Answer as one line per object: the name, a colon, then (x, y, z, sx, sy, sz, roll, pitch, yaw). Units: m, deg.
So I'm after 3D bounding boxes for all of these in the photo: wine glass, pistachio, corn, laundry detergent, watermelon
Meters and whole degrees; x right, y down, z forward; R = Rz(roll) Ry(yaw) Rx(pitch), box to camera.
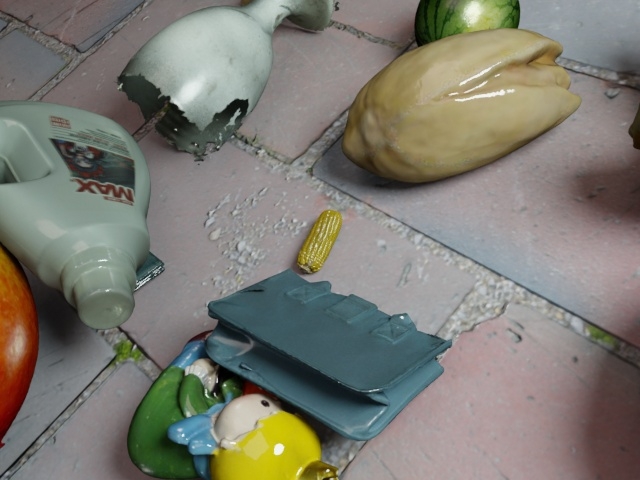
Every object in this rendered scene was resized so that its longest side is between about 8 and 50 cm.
wine glass: (-0.143, -0.293, 1.030, 0.191, 0.190, 0.357, 24, 68, 35)
pistachio: (0.163, -0.164, 0.826, 0.293, 0.181, 0.162, -21, 87, 12)
corn: (0.000, 0.000, 0.852, 0.037, 0.037, 0.092, 10, 58, 29)
laundry detergent: (-0.337, -0.041, 0.882, 0.124, 0.264, 0.397, -59, 41, 25)
watermelon: (0.217, -0.320, 0.930, 0.141, 0.140, 0.187, 31, 69, 37)

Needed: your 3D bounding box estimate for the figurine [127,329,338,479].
figurine: (-0.074, 0.191, 0.699, 0.234, 0.127, 0.185, -2, 38, 33)

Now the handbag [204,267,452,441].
handbag: (0.005, 0.107, 0.709, 0.229, 0.062, 0.179, 22, 26, 31)

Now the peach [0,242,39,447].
peach: (-0.525, 0.130, 0.803, 0.370, 0.370, 0.369, -12, 52, 15)

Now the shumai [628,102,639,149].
shumai: (0.436, -0.137, 0.613, 0.314, 0.267, 0.262, 26, 66, 42)

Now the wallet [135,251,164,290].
wallet: (-0.289, 0.037, 0.952, 0.088, 0.026, 0.129, -39, 48, -24)

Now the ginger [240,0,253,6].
ginger: (-0.068, -0.433, 1.195, 0.174, 0.051, 0.069, 4, 58, 19)
